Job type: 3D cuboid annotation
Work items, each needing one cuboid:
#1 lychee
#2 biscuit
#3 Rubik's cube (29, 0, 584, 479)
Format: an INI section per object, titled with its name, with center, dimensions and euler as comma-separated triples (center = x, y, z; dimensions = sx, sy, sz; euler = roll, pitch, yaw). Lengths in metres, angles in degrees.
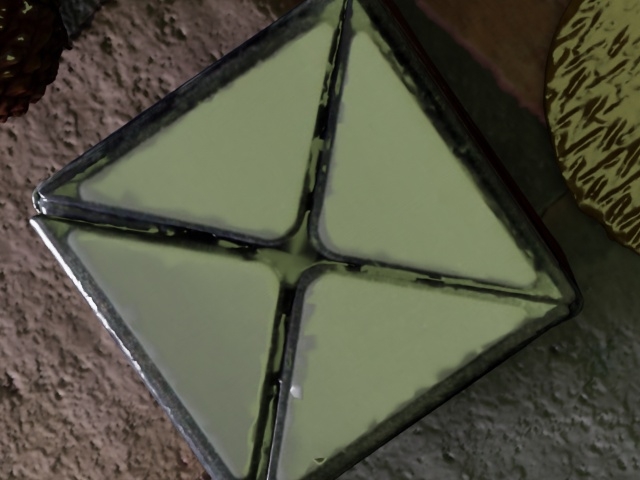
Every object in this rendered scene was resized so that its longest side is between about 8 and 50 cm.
[lychee]
center = -0.261, -0.152, 1.237
dimensions = 0.188, 0.188, 0.188
euler = 0, 95, 4
[biscuit]
center = 0.284, -0.103, 1.272
dimensions = 0.262, 0.037, 0.262
euler = 0, 95, 4
[Rubik's cube]
center = 0.000, 0.000, 1.196
dimensions = 0.260, 0.259, 0.255
euler = -33, 90, 10
